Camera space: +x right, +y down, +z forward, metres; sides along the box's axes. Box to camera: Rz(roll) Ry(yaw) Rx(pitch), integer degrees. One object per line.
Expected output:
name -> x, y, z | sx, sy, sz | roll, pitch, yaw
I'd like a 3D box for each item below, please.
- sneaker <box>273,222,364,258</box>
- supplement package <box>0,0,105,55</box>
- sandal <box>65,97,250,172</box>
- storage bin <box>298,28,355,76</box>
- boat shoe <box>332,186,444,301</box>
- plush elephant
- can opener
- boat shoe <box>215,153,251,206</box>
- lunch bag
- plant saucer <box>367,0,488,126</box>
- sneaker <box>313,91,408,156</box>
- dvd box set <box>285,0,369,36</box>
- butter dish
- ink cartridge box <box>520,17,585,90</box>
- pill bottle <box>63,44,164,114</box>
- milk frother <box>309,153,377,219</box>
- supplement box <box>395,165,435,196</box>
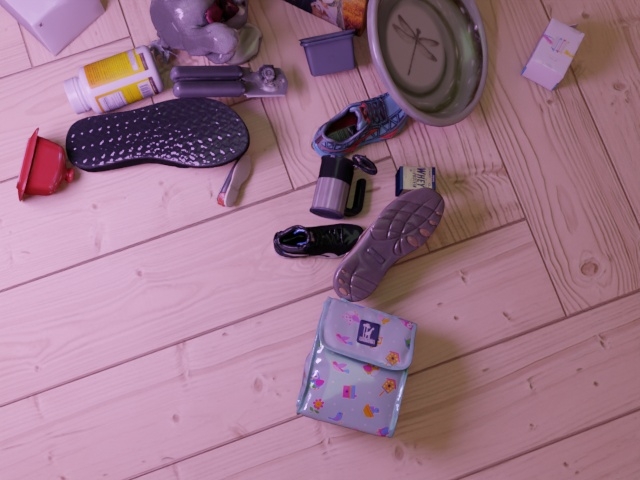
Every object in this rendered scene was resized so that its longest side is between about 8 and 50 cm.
sneaker -> 0.000, 0.000, 1.738 | 0.216, 0.121, 0.079 | -9, 81, -3
supplement package -> -0.690, -0.619, 1.803 | 0.293, 0.175, 0.177 | 44, 80, 6
sandal -> -0.374, -0.241, 1.793 | 0.445, 0.107, 0.168 | -1, 81, 11
storage bin -> 0.021, -0.451, 1.841 | 0.135, 0.098, 0.091 | -11, 108, -4
boat shoe -> 0.146, 0.002, 1.739 | 0.324, 0.116, 0.123 | -42, 95, -2
plush elephant -> -0.249, -0.545, 1.776 | 0.255, 0.330, 0.272 | -37, 96, -29
can opener -> -0.211, -0.360, 1.772 | 0.283, 0.095, 0.076 | -6, 79, -24
boat shoe -> -0.206, -0.143, 1.799 | 0.043, 0.049, 0.137 | 14, 78, 41
lunch bag -> 0.080, 0.272, 1.666 | 0.223, 0.160, 0.262 | 16, 87, 0
plant saucer -> 0.232, -0.458, 1.777 | 0.400, 0.100, 0.401 | 4, 83, -40
sneaker -> 0.107, -0.277, 1.787 | 0.261, 0.125, 0.104 | -31, 83, -6
dvd box set -> -0.017, -0.630, 1.698 | 0.307, 0.420, 0.062 | 27, 80, 3
butter dish -> -0.627, -0.162, 1.754 | 0.118, 0.160, 0.160 | 13, 80, -22
ink cartridge box -> 0.566, -0.457, 1.847 | 0.089, 0.092, 0.143 | 28, 79, 4
pill bottle -> -0.486, -0.371, 1.794 | 0.214, 0.117, 0.117 | -21, 81, -5
milk frother -> 0.054, -0.124, 1.750 | 0.129, 0.143, 0.135 | 13, 78, -6
supplement box -> 0.221, -0.137, 1.786 | 0.083, 0.083, 0.056 | 1, 81, -2
